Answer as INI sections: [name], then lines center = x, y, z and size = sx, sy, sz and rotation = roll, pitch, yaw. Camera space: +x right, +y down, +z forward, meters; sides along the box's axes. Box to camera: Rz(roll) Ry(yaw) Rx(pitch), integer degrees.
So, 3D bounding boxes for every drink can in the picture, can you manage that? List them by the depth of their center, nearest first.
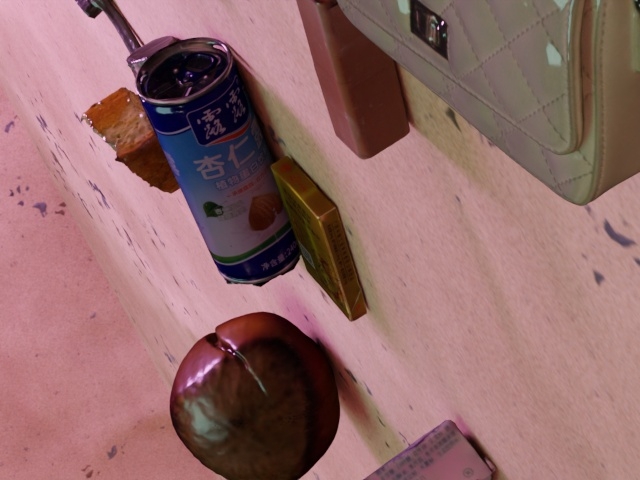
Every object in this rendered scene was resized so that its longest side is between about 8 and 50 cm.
[drink can]
center = -0.090, -0.070, 1.633
size = 0.097, 0.097, 0.235
rotation = 46, 162, 46

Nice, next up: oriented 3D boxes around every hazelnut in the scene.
[hazelnut]
center = -0.069, 0.170, 1.982
size = 0.208, 0.208, 0.208
rotation = 54, 168, 18

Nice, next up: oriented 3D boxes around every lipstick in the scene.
[lipstick]
center = 0.021, -0.123, 1.169
size = 0.045, 0.045, 0.145
rotation = 45, 162, 39

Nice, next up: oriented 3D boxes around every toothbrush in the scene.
[toothbrush]
center = -0.180, -0.171, 1.910
size = 0.297, 0.030, 0.030
rotation = 53, -167, 17

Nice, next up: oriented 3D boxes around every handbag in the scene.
[handbag]
center = 0.072, -0.154, 0.823
size = 0.256, 0.079, 0.219
rotation = 45, 158, 43

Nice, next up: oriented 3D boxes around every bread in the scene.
[bread]
center = -0.189, -0.105, 1.869
size = 0.103, 0.065, 0.187
rotation = 50, -174, 16

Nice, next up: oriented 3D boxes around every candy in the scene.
[candy]
center = 0.076, 0.237, 1.573
size = 0.073, 0.160, 0.092
rotation = 51, 167, 18

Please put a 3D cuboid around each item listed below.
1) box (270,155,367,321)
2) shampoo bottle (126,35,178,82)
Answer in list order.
[box]
center = 0.000, 0.000, 1.618
size = 0.089, 0.022, 0.156
rotation = 50, 166, 41
[shampoo bottle]
center = -0.119, -0.096, 1.776
size = 0.227, 0.056, 0.086
rotation = 62, 170, -16
